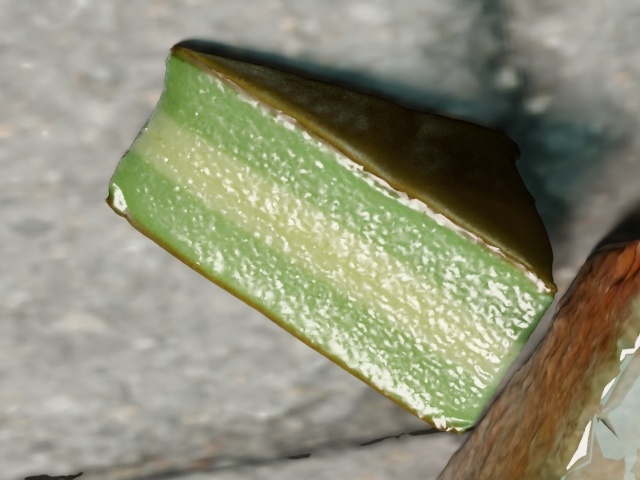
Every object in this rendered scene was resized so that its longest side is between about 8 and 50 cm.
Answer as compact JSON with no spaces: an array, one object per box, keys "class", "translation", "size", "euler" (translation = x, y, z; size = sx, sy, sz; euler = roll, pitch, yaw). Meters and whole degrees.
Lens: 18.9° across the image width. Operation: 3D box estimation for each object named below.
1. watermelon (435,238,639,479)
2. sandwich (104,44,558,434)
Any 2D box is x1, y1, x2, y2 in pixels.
[{"class":"watermelon","translation":[0.157,0.144,0.669],"size":[0.264,0.151,0.302],"euler":[19,109,-7]},{"class":"sandwich","translation":[0.000,0.000,0.579],"size":[0.116,0.074,0.074],"euler":[15,126,-18]}]
